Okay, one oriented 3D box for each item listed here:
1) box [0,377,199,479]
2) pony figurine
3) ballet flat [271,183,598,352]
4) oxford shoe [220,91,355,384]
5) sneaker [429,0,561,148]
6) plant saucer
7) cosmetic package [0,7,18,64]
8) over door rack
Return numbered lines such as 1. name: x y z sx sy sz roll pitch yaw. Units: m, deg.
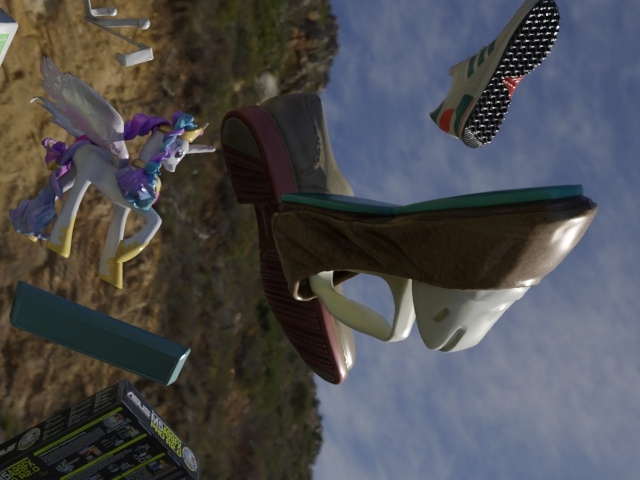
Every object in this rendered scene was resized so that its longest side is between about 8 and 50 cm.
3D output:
1. box: -0.366 0.367 1.394 0.216 0.270 0.060 56 10 -28
2. pony figurine: -0.418 -0.141 1.616 0.351 0.363 0.303 31 -11 -15
3. ballet flat: 0.071 0.021 0.679 0.342 0.116 0.124 2 -86 52
4. oxford shoe: 0.000 0.000 0.986 0.123 0.130 0.348 15 -55 52
5. sneaker: 0.161 -0.170 0.825 0.075 0.057 0.161 35 -84 46
6. plant saucer: -0.238 0.103 0.915 0.018 0.192 0.067 -77 -167 -46
7. cosmetic package: -0.573 -0.169 1.112 0.155 0.197 0.365 37 -66 10
8. over door rack: -0.354 -0.466 1.495 0.324 0.108 0.239 -133 -148 -52
